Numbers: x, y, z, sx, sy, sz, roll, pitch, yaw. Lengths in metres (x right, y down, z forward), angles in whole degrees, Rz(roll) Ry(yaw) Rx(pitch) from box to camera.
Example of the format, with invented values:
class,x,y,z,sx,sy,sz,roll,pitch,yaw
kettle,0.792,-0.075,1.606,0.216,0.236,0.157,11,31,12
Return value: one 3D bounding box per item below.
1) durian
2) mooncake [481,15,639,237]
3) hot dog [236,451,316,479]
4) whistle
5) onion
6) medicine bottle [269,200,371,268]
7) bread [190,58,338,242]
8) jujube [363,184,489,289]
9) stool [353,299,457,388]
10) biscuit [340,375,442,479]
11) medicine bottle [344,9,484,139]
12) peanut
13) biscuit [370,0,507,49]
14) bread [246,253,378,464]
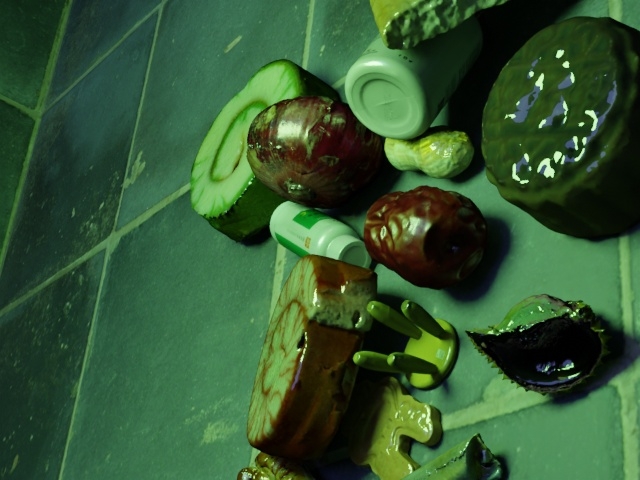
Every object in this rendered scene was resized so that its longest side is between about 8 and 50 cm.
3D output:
class,x,y,z,sx,sy,sz,roll,pitch,yaw
durian,0.305,0.128,1.452,0.187,0.119,0.108,-18,15,37
mooncake,0.352,-0.155,1.496,0.290,0.161,0.290,-34,44,41
hot dog,-0.056,0.416,1.789,0.253,0.069,0.131,24,88,58
whistle,0.125,0.365,1.565,0.326,0.068,0.057,-40,-6,35
onion,-0.011,-0.153,1.961,0.246,0.246,0.190,-18,51,51
medicine bottle,0.000,0.000,1.983,0.095,0.095,0.260,-62,31,3
bread,-0.108,-0.180,2.246,0.382,0.129,0.366,-4,62,55
jujube,0.152,-0.009,1.707,0.230,0.155,0.155,15,81,60
stool,0.128,0.154,1.660,0.135,0.110,0.134,-48,34,23
biscuit,0.096,0.282,1.695,0.144,0.040,0.236,-60,33,-3
medicine bottle,0.169,-0.305,1.834,0.157,0.157,0.288,-23,24,48
peanut,0.177,-0.147,1.829,0.207,0.087,0.087,15,81,60
biscuit,0.265,-0.513,1.805,0.429,0.104,0.446,-23,37,12
bread,-0.020,0.191,1.790,0.295,0.114,0.327,144,142,-68
